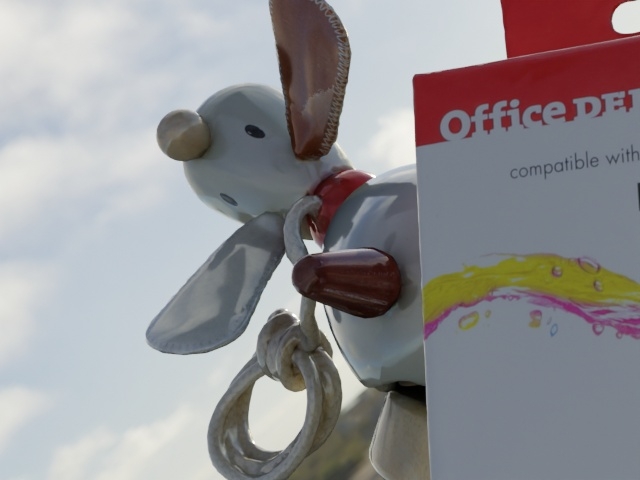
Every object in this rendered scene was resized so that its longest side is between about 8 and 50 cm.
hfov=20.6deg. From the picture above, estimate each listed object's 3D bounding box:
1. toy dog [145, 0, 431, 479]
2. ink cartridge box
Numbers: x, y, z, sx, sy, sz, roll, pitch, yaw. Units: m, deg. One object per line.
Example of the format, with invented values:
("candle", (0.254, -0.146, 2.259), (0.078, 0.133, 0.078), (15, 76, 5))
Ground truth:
("toy dog", (0.000, 0.000, 0.768), (0.334, 0.161, 0.220), (-3, 74, 53))
("ink cartridge box", (0.104, 0.011, 0.542), (0.134, 0.231, 0.078), (-8, -10, 31))
